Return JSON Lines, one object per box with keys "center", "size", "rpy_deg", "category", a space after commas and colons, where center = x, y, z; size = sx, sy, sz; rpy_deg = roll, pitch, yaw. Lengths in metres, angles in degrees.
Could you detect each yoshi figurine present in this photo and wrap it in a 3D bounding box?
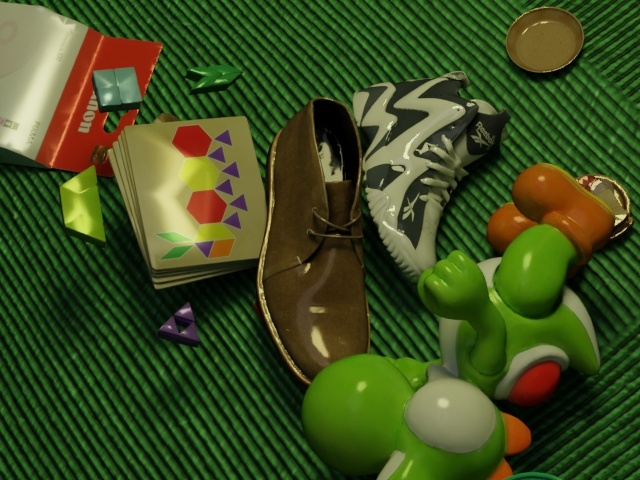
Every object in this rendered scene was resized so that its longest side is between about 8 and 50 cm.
{"center": [0.109, 0.094, 1.353], "size": [0.203, 0.203, 0.362], "rpy_deg": [7, 57, 49], "category": "yoshi figurine"}

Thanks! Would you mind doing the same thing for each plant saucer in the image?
{"center": [0.241, -0.212, 1.575], "size": [0.083, 0.015, 0.083], "rpy_deg": [-6, 63, 12], "category": "plant saucer"}

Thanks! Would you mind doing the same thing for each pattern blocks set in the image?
{"center": [-0.127, -0.041, 1.523], "size": [0.285, 0.026, 0.325], "rpy_deg": [1, 64, -15], "category": "pattern blocks set"}

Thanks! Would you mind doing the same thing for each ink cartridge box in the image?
{"center": [-0.322, -0.178, 1.695], "size": [0.232, 0.066, 0.189], "rpy_deg": [7, 66, 23], "category": "ink cartridge box"}

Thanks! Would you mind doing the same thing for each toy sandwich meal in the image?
{"center": [0.272, -0.034, 1.469], "size": [0.085, 0.029, 0.086], "rpy_deg": [-6, 63, 13], "category": "toy sandwich meal"}

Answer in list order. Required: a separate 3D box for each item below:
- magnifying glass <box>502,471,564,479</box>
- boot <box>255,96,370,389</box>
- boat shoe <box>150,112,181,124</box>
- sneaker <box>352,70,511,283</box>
{"center": [0.238, 0.257, 1.217], "size": [0.231, 0.026, 0.092], "rpy_deg": [13, 69, 29], "category": "magnifying glass"}
{"center": [0.000, 0.000, 1.457], "size": [0.112, 0.115, 0.305], "rpy_deg": [2, 66, -18], "category": "boot"}
{"center": [-0.152, -0.054, 1.586], "size": [0.059, 0.063, 0.170], "rpy_deg": [-33, 66, 25], "category": "boat shoe"}
{"center": [0.127, -0.078, 1.494], "size": [0.153, 0.094, 0.235], "rpy_deg": [-20, 50, 15], "category": "sneaker"}
